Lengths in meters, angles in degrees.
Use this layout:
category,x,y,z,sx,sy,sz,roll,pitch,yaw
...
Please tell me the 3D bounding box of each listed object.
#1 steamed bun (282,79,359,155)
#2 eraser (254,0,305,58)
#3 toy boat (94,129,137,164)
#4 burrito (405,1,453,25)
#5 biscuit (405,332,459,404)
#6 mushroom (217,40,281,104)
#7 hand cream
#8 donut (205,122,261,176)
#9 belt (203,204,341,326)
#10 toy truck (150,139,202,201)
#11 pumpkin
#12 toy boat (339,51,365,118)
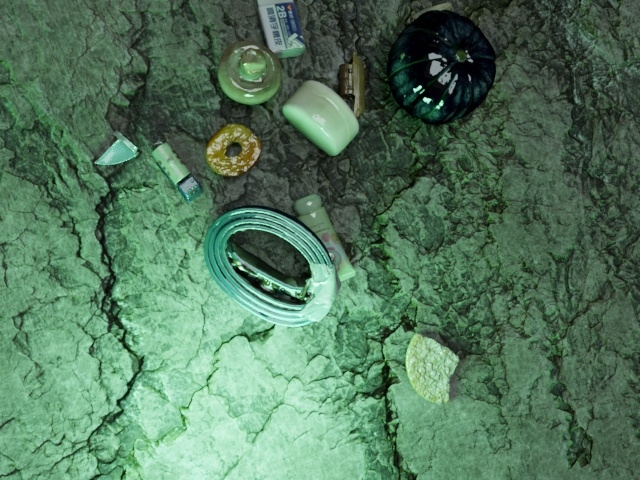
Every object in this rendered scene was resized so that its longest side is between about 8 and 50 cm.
category,x,y,z,sx,sy,sz,roll,pitch,yaw
steamed bun,0.006,-0.397,1.652,0.241,0.164,0.146,40,78,-6
eraser,-0.136,-0.714,1.689,0.124,0.068,0.210,-14,89,-12
toy boat,-0.630,-0.266,1.574,0.096,0.034,0.122,42,88,-7
burrito,0.389,-0.798,1.824,0.188,0.045,0.058,-23,66,-11
biscuit,0.384,0.432,1.748,0.188,0.040,0.266,-20,92,-13
mushroom,-0.219,-0.530,1.592,0.204,0.204,0.204,1,86,-13
hand cream,0.000,0.000,1.674,0.147,0.093,0.306,-22,100,-9
donut,-0.278,-0.280,1.633,0.178,0.065,0.162,-39,90,-11
belt,-0.142,0.069,1.561,0.436,0.173,0.300,34,97,-9
toy truck,-0.443,-0.218,1.578,0.074,0.088,0.202,-38,95,-14
pumpkin,0.400,-0.569,1.702,0.363,0.266,0.364,2,83,-15
toy boat,0.106,-0.517,1.734,0.088,0.068,0.226,0,89,-8
